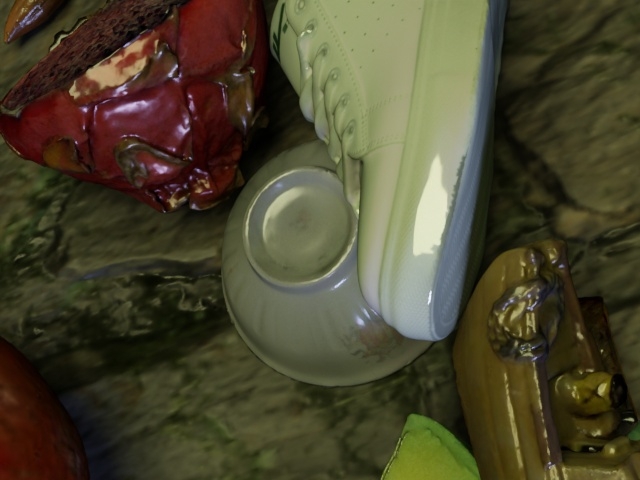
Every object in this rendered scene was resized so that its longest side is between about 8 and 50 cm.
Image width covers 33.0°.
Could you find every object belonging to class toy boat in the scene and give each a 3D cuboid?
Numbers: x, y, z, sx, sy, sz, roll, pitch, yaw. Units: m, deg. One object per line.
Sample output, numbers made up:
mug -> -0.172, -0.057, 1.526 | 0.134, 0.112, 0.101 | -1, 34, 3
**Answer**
toy boat -> 0.159, 0.154, 0.575 | 0.121, 0.089, 0.321 | -23, 81, 44

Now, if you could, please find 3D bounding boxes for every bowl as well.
bowl -> 0.000, 0.000, 0.733 | 0.189, 0.086, 0.189 | -6, 72, 19

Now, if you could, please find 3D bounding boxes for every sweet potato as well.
sweet potato -> -0.238, -0.205, 0.912 | 0.095, 0.034, 0.034 | -46, 64, 0

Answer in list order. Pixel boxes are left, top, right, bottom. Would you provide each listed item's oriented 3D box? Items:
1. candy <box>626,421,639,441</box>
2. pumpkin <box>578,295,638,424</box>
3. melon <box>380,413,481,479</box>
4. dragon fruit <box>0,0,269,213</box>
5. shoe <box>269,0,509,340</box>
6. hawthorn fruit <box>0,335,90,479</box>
candy -> 0.331, 0.094, 0.559 | 0.263, 0.172, 0.398 | 48, 115, 36
pumpkin -> 0.157, 0.083, 0.673 | 0.073, 0.035, 0.101 | -25, 46, 27
melon -> 0.074, 0.222, 0.646 | 0.118, 0.064, 0.209 | 16, 83, 37
dragon fruit -> -0.111, -0.099, 0.781 | 0.224, 0.148, 0.218 | -22, 27, 30
shoe -> 0.032, -0.106, 0.680 | 0.160, 0.132, 0.363 | 2, 54, 15
hawthorn fruit -> -0.300, 0.174, 0.683 | 0.295, 0.311, 0.295 | -1, 87, 17
